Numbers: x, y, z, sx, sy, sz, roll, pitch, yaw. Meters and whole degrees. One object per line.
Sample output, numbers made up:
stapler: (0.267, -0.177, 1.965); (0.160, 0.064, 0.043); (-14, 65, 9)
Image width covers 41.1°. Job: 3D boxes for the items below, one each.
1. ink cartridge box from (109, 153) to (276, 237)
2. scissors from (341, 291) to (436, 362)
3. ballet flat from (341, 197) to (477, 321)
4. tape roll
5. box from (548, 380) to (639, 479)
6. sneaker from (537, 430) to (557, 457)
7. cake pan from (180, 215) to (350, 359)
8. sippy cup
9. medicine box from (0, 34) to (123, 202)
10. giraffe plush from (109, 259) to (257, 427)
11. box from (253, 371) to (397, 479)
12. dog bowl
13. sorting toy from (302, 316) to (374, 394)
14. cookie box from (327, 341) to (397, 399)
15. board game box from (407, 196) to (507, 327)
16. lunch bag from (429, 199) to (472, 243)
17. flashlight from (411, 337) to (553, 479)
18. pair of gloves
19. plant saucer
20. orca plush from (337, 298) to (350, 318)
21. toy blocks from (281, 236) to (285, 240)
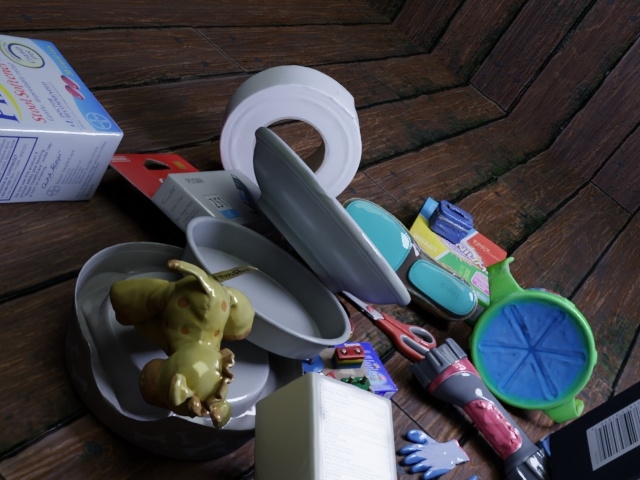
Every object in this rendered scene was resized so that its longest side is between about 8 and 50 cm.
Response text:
ink cartridge box: (-0.220, -0.098, 1.549); (0.261, 0.066, 0.296); (41, 16, 10)
scissors: (0.106, 0.148, 1.632); (0.297, 0.021, 0.109); (32, 28, -7)
ballet flat: (0.168, 0.048, 1.760); (0.348, 0.123, 0.123); (38, 28, -4)
tape roll: (-0.059, -0.203, 1.715); (0.286, 0.286, 0.100); (26, 29, -16)
box: (0.614, 0.432, 1.378); (0.395, 0.293, 0.212); (42, 27, -13)
sneaker: (0.536, 0.383, 1.619); (0.296, 0.131, 0.112); (9, 39, -38)
cake pan: (-0.087, 0.073, 1.274); (0.293, 0.054, 0.293); (33, 16, -11)
sippy cup: (0.431, 0.196, 1.718); (0.239, 0.306, 0.224); (11, 11, 16)
medicine box: (-0.516, -0.199, 1.360); (0.289, 0.149, 0.263); (-5, 47, -52)
giraffe plush: (-0.156, 0.136, 1.028); (0.181, 0.210, 0.171); (18, 61, -35)
box: (0.007, 0.333, 1.023); (0.148, 0.121, 0.311); (26, 46, -32)
dog bowl: (-0.198, 0.156, 1.205); (0.348, 0.102, 0.349); (27, 28, -16)
sorting toy: (0.023, 0.224, 1.350); (0.132, 0.046, 0.275); (0, 45, -20)
cookie box: (0.066, 0.224, 1.448); (0.091, 0.040, 0.107); (7, 40, -39)
board game box: (0.299, 0.041, 1.958); (0.242, 0.064, 0.316); (35, 28, 1)
lunch bag: (0.298, -0.048, 1.954); (0.098, 0.065, 0.067); (29, 28, -13)
flashlight: (0.288, 0.316, 1.495); (0.304, 0.103, 0.103); (52, -5, 22)
pair of gloves: (0.214, 0.385, 1.381); (0.159, 0.023, 0.198); (2, 43, -46)
plant saucer: (-0.008, -0.017, 1.485); (0.400, 0.100, 0.400); (50, -2, 3)
orca plush: (-0.060, 0.081, 1.468); (0.287, 0.102, 0.151); (29, 28, -10)
toy blocks: (0.000, 0.000, 1.710); (0.148, 0.054, 0.123); (37, 32, -17)
